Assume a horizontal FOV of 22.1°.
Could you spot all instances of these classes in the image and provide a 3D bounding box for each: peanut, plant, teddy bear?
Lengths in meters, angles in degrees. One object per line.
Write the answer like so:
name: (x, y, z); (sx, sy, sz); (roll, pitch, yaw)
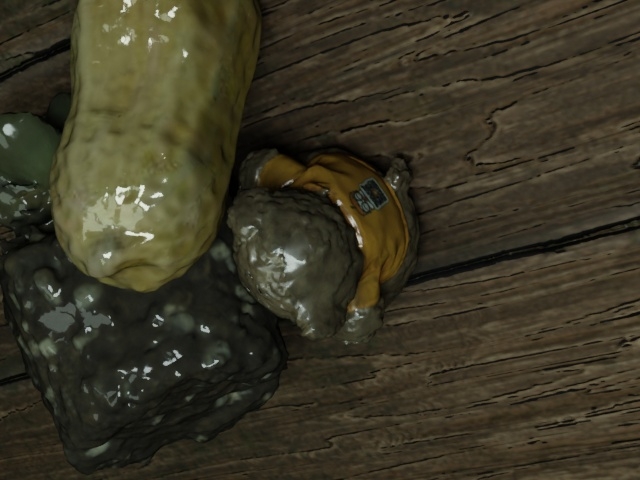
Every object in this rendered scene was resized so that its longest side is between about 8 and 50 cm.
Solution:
peanut: (-0.122, -0.104, 1.261); (0.143, 0.291, 0.159); (1, 168, 27)
plant: (-0.173, 0.020, 1.393); (0.312, 0.215, 0.213); (61, 163, 21)
teddy bear: (0.000, 0.000, 1.278); (0.140, 0.190, 0.177); (-34, 93, 31)
